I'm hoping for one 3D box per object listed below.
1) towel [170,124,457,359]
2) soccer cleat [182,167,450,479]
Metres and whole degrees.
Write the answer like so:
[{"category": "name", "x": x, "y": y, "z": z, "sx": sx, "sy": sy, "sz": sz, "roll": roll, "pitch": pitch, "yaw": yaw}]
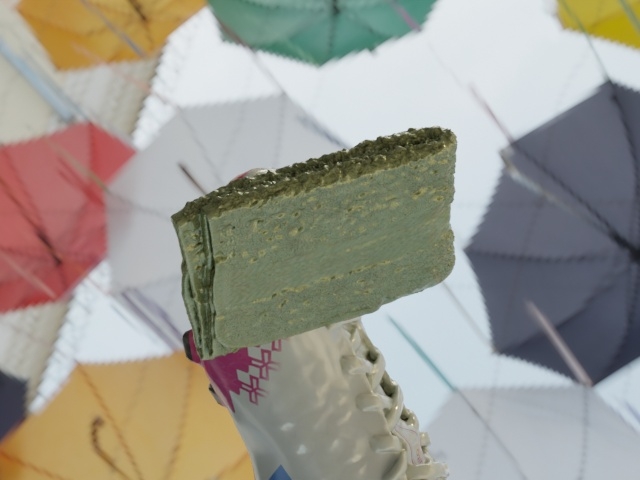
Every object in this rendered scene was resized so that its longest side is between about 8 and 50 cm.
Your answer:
[{"category": "towel", "x": 0.000, "y": 0.000, "z": 0.892, "sx": 0.148, "sy": 0.110, "sz": 0.027, "roll": -18, "pitch": -133, "yaw": -15}, {"category": "soccer cleat", "x": 0.017, "y": 0.109, "z": 1.021, "sx": 0.143, "sy": 0.331, "sz": 0.116, "roll": 10, "pitch": -145, "yaw": 26}]
